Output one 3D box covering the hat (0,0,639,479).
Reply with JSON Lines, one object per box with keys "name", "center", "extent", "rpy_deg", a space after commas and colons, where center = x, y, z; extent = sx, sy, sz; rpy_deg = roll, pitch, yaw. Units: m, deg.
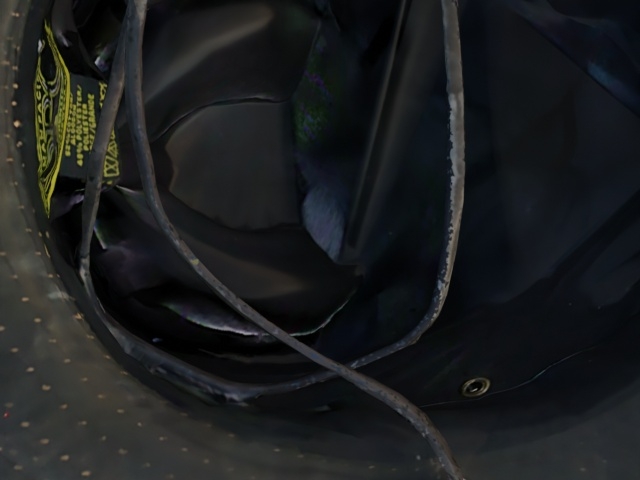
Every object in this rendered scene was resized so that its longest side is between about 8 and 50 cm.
{"name": "hat", "center": [0.019, -0.025, 0.510], "extent": [0.331, 0.134, 0.331], "rpy_deg": [1, 81, -8]}
